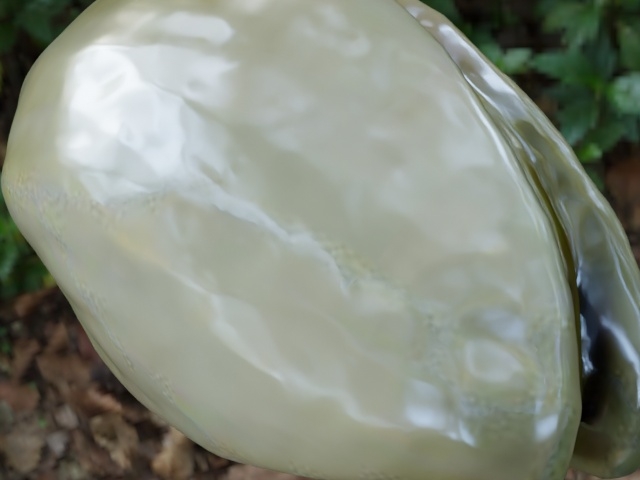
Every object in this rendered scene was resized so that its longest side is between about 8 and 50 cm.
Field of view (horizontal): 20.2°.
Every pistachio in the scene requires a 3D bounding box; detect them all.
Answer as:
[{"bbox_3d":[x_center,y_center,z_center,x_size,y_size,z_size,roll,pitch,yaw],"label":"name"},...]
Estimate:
[{"bbox_3d":[0.000,0.000,0.558,0.238,0.153,0.137,40,31,27],"label":"pistachio"}]
